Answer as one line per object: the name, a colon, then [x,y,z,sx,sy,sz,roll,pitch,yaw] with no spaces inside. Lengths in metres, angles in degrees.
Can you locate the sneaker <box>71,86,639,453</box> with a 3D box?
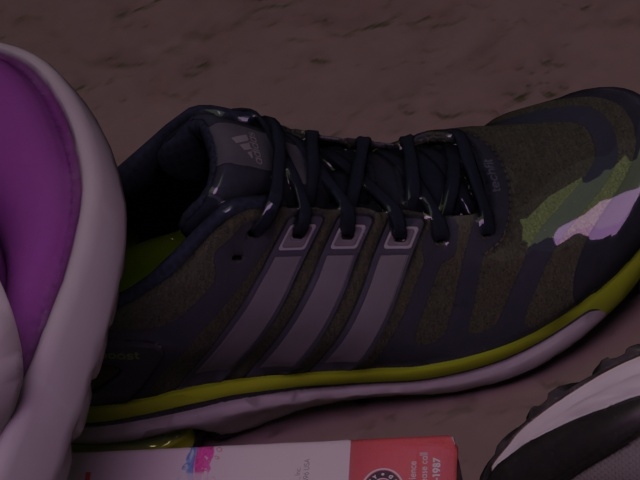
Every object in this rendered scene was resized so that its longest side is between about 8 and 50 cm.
sneaker: [0.000,0.000,0.761,0.300,0.121,0.111,-20,49,-4]

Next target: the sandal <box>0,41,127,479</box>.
sandal: [-0.155,0.041,0.598,0.169,0.102,0.416,-20,37,13]

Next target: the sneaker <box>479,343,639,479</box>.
sneaker: [0.186,0.094,0.654,0.271,0.100,0.108,-2,55,12]

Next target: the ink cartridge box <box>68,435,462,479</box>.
ink cartridge box: [-0.047,0.138,0.692,0.198,0.067,0.115,-3,49,9]
